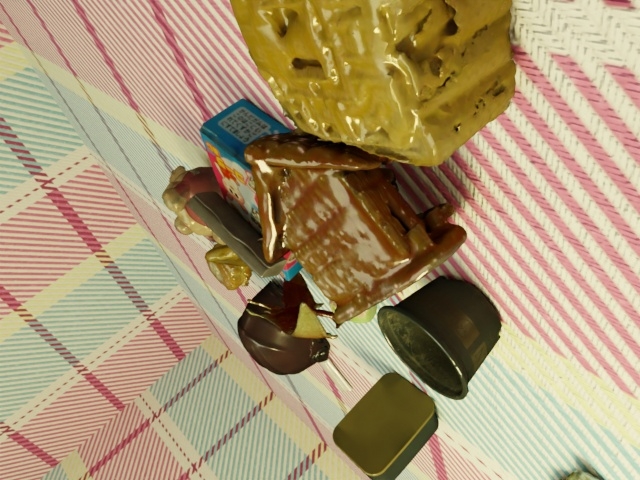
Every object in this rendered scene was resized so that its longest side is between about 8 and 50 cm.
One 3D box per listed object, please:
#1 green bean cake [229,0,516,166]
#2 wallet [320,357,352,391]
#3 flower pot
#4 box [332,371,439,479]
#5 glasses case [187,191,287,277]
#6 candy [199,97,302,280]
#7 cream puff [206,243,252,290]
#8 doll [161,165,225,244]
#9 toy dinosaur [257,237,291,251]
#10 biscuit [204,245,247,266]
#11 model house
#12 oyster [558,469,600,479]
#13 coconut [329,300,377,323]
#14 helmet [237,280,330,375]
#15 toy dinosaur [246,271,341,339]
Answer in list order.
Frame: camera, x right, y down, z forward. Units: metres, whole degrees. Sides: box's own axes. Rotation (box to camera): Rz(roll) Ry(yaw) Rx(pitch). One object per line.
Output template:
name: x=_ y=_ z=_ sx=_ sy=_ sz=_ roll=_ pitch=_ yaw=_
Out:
green bean cake: x=0.029 y=-0.186 z=0.453 sx=0.230 sy=0.131 sz=0.224 roll=24 pitch=147 yaw=48
wallet: x=0.042 y=0.386 z=1.588 sx=0.122 sy=0.025 sz=0.061 roll=54 pitch=153 yaw=-10
flower pot: x=0.168 y=0.121 z=0.742 sx=0.157 sy=0.107 sz=0.157 roll=45 pitch=161 yaw=21
box: x=0.140 y=0.395 z=1.150 sx=0.144 sy=0.201 sz=0.090 roll=29 pitch=155 yaw=41
glasses case: x=-0.141 y=-0.011 z=0.934 sx=0.191 sy=0.042 sz=0.072 roll=43 pitch=-159 yaw=18
candy: x=-0.092 y=-0.076 z=0.950 sx=0.157 sy=0.100 sz=0.305 roll=38 pitch=156 yaw=27
cream puff: x=-0.240 y=0.062 z=1.491 sx=0.144 sy=0.103 sz=0.126 roll=36 pitch=143 yaw=32
doll: x=-0.246 y=-0.075 z=1.172 sx=0.196 sy=0.152 sz=0.256 roll=69 pitch=167 yaw=-11
toy dinosaur: x=0.000 y=0.001 z=0.869 sx=0.220 sy=0.032 sz=0.108 roll=-2 pitch=148 yaw=19
biscuit: x=-0.148 y=0.027 z=1.255 sx=0.183 sy=0.174 sz=0.038 roll=-16 pitch=73 yaw=38
model house: x=0.031 y=-0.041 z=0.636 sx=0.220 sy=0.199 sz=0.229 roll=-37 pitch=93 yaw=36
oyster: x=0.423 y=0.466 z=0.843 sx=0.198 sy=0.112 sz=0.267 roll=62 pitch=178 yaw=35
coconut: x=0.057 y=0.109 z=0.988 sx=0.083 sy=0.082 sz=0.081 roll=63 pitch=180 yaw=43
helmet: x=-0.111 y=0.266 z=1.481 sx=0.225 sy=0.177 sz=0.305 roll=27 pitch=149 yaw=43
toy dinosaur: x=-0.042 y=0.113 z=1.068 sx=0.207 sy=0.112 sz=0.327 roll=10 pitch=-171 yaw=16
